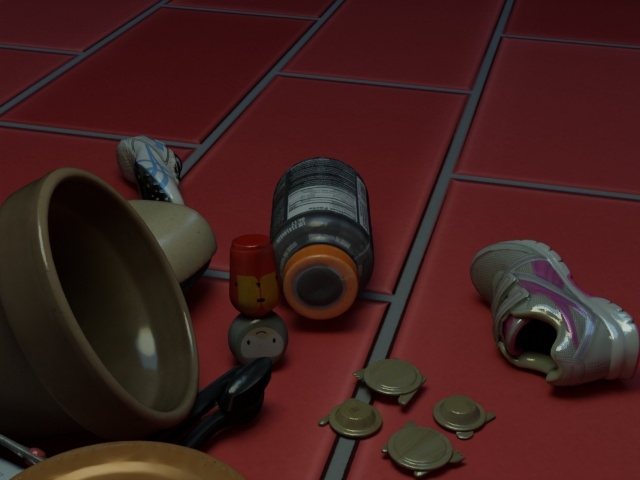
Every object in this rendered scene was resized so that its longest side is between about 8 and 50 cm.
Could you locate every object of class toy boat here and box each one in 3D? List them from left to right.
[{"bbox_3d":[-0.182,0.055,1.226,0.318,0.148,0.267,8,22,29],"label":"toy boat"}]

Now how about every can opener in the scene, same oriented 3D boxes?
[{"bbox_3d":[-0.122,0.178,1.056,0.059,0.073,0.186,30,47,30],"label":"can opener"}]

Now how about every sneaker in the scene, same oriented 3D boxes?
[{"bbox_3d":[-0.232,-0.094,1.545,0.086,0.085,0.237,-14,32,-18],"label":"sneaker"},{"bbox_3d":[0.240,0.079,1.210,0.111,0.102,0.252,-12,29,-26],"label":"sneaker"}]

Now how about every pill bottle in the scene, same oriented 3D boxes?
[{"bbox_3d":[0.000,0.000,1.324,0.131,0.130,0.245,1,28,0],"label":"pill bottle"}]

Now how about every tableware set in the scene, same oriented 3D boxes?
[{"bbox_3d":[0.089,0.180,1.100,0.169,0.020,0.141,23,37,34],"label":"tableware set"}]

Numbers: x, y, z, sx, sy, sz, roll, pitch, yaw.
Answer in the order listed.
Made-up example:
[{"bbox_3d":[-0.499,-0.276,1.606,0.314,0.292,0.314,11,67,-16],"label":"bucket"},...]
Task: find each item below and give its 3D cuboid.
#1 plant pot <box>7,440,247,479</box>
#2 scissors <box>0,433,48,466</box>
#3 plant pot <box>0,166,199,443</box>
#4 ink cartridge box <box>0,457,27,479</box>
[{"bbox_3d":[-0.131,0.273,0.712,0.291,0.203,0.291,0,27,0],"label":"plant pot"},{"bbox_3d":[-0.227,0.191,0.901,0.297,0.021,0.109,29,-5,-4],"label":"scissors"},{"bbox_3d":[-0.277,0.093,1.022,0.229,0.263,0.263,-25,23,15],"label":"plant pot"},{"bbox_3d":[-0.467,0.197,0.847,0.385,0.091,0.308,18,11,23],"label":"ink cartridge box"}]
